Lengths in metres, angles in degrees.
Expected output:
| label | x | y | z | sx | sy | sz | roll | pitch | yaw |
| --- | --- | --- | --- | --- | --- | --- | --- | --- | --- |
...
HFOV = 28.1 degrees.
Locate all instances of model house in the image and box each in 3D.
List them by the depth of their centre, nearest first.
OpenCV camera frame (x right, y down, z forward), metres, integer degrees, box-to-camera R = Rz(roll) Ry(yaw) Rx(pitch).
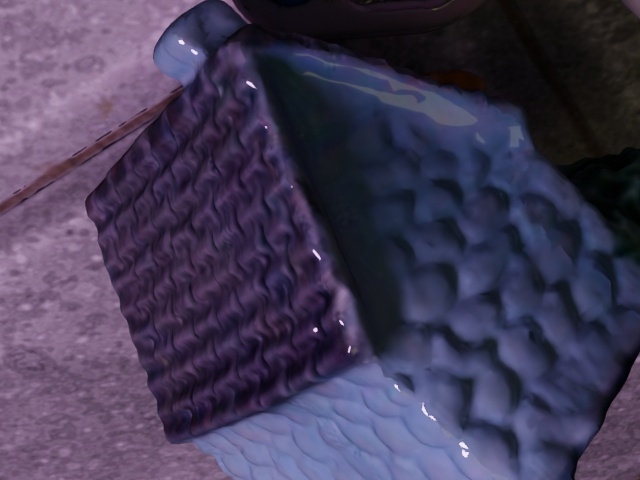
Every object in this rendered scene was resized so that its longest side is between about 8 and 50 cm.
| label | x | y | z | sx | sy | sz | roll | pitch | yaw |
| --- | --- | --- | --- | --- | --- | --- | --- | --- | --- |
| model house | 0.000 | 0.000 | 0.876 | 0.339 | 0.297 | 0.360 | 41 | 152 | -10 |

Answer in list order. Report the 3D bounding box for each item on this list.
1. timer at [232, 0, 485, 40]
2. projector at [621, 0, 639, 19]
| label | x | y | z | sx | sy | sz | roll | pitch | yaw |
| --- | --- | --- | --- | --- | --- | --- | --- | --- | --- |
| timer | 0.032 | -0.219 | 0.783 | 0.191 | 0.069 | 0.208 | -6 | 135 | -13 |
| projector | 0.262 | -0.281 | 0.772 | 0.257 | 0.079 | 0.259 | -38 | 141 | 7 |
